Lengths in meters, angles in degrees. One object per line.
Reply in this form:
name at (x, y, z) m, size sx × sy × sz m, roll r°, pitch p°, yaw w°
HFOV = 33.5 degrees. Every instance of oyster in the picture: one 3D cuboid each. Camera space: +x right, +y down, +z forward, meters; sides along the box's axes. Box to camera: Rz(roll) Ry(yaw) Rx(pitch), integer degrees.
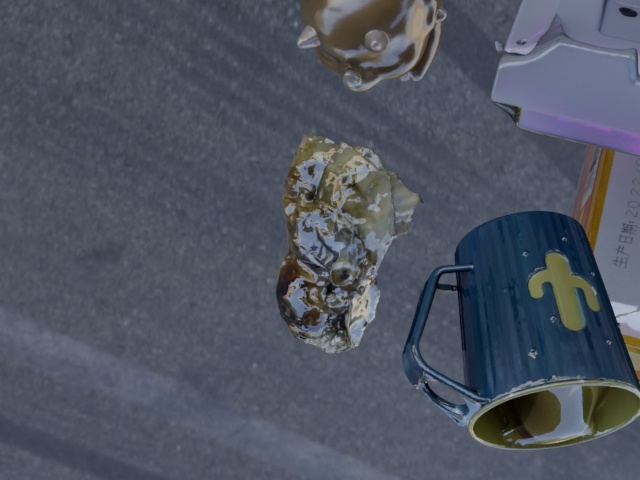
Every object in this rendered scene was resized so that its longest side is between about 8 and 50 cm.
oyster at (0.009, 0.011, 1.112) m, size 0.107 × 0.162 × 0.232 m, roll -14°, pitch 113°, yaw -41°

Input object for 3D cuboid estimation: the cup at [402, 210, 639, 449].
cup at (0.149, 0.068, 0.826) m, size 0.177 × 0.155 × 0.131 m, roll 4°, pitch 147°, yaw -13°

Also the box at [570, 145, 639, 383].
box at (0.380, 0.021, 1.066) m, size 0.260 × 0.283 × 0.214 m, roll 15°, pitch 160°, yaw 6°

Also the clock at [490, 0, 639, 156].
clock at (0.268, -0.147, 0.845) m, size 0.253 × 0.186 × 0.083 m, roll 14°, pitch 131°, yaw 11°

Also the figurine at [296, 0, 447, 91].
figurine at (0.065, -0.291, 1.181) m, size 0.247 × 0.177 × 0.173 m, roll -58°, pitch 154°, yaw -2°
